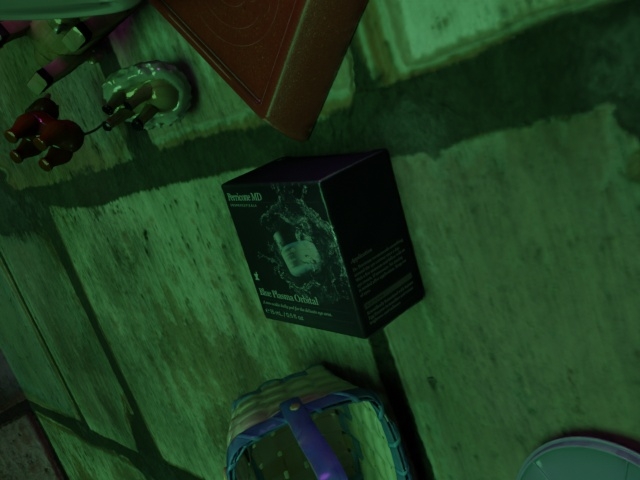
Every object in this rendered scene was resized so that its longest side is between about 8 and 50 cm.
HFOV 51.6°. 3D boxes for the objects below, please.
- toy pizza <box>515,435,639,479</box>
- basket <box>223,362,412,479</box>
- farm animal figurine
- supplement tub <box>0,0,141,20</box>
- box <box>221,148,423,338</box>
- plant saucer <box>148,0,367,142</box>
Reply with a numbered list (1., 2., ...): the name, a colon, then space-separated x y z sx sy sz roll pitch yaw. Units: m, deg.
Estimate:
1. toy pizza: 0.258 0.263 0.570 0.201 0.032 0.201 20 116 46
2. basket: 0.009 0.287 0.724 0.289 0.201 0.254 26 135 67
3. farm animal figurine: -0.336 -0.270 0.803 0.327 0.172 0.330 -8 123 32
4. supplement tub: -0.257 -0.357 0.548 0.194 0.194 0.315 7 106 47
5. box: 0.000 0.000 0.660 0.156 0.093 0.158 3 115 48
6. plant saucer: -0.075 -0.253 0.611 0.258 0.048 0.259 48 143 16
